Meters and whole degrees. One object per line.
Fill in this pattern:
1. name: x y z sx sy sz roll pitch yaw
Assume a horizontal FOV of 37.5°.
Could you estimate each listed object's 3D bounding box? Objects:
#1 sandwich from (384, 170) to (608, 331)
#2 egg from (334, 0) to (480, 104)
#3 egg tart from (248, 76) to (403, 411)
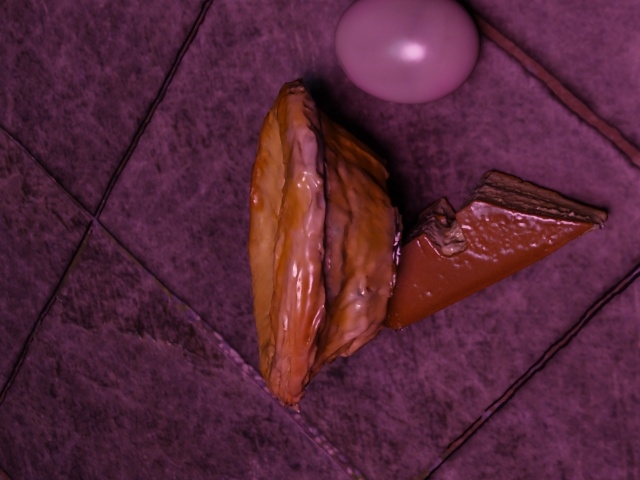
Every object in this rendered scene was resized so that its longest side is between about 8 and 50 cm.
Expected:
1. sandwich: 0.136 0.002 0.871 0.244 0.090 0.088 -30 94 35
2. egg: 0.075 -0.173 0.833 0.135 0.103 0.103 13 114 30
3. egg tart: 0.000 0.000 0.885 0.120 0.315 0.315 1 114 -11
